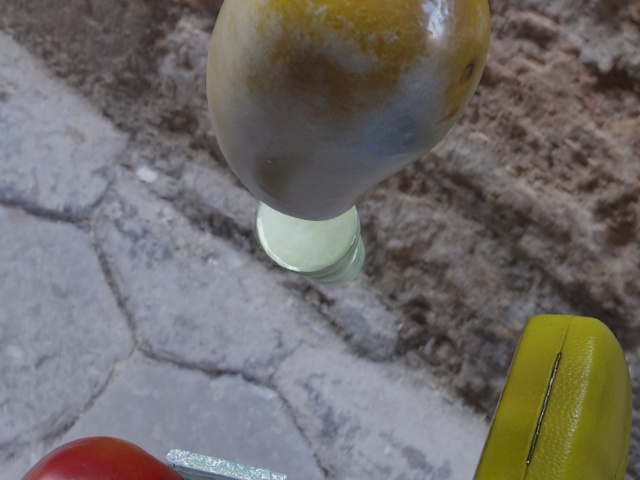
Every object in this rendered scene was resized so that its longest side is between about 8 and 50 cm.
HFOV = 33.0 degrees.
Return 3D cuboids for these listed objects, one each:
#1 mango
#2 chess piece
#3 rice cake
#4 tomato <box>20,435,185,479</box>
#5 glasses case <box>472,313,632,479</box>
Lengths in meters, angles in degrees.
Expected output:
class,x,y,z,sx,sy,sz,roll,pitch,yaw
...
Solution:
class,x,y,z,sx,sy,sz,roll,pitch,yaw
mango,0.016,-0.138,0.914,0.222,0.384,0.199,-6,64,-12
chess piece,0.000,0.000,1.578,0.144,0.251,0.144,-2,78,10
rice cake,-0.156,0.408,1.815,0.198,0.189,0.037,10,61,3
tomato,-0.298,0.406,1.542,0.299,0.298,0.226,33,70,6
glasses case,0.282,0.254,1.268,0.141,0.173,0.371,4,40,25
